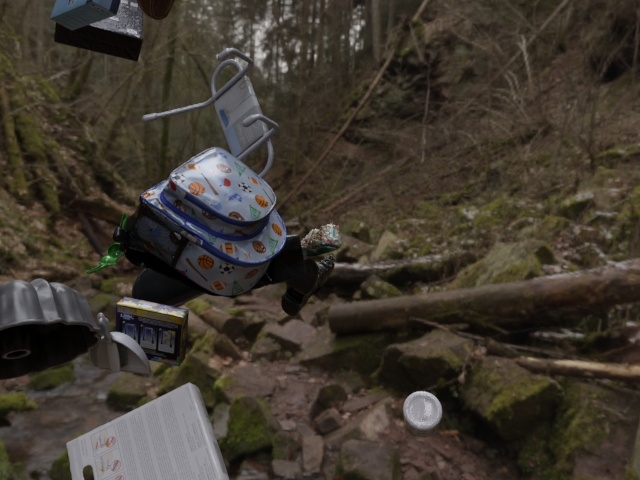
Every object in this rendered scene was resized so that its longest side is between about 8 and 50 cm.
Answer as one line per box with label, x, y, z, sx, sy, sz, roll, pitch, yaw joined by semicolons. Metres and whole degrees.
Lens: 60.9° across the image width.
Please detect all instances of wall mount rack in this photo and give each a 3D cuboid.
wall mount rack;-0.260;-0.279;1.301;0.304;0.349;0.130;-33;-24;26

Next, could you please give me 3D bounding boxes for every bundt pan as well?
bundt pan;-0.637;0.181;1.131;0.331;0.124;0.330;-17;-23;-8

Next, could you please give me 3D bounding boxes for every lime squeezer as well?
lime squeezer;-0.725;0.043;1.891;0.059;0.110;0.310;22;40;-9

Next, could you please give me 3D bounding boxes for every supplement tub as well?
supplement tub;0.190;0.325;1.015;0.071;0.071;0.107;7;-25;15

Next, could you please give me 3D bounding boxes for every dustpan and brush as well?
dustpan and brush;-0.481;0.242;1.262;0.147;0.211;0.060;5;28;7

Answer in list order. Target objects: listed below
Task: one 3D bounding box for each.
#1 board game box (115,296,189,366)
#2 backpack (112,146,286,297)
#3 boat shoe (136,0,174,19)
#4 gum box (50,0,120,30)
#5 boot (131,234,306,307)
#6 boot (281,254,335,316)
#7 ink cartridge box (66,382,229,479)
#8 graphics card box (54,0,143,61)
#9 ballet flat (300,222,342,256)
board game box;-0.417;0.225;1.344;0.171;0.141;0.048;11;18;4
backpack;-0.196;-0.033;1.049;0.263;0.213;0.276;41;39;-4
boat shoe;-0.337;-0.635;1.244;0.116;0.324;0.123;43;49;4
gum box;-0.352;-0.422;0.854;0.184;0.156;0.041;13;-5;45
boot;-0.271;0.089;1.346;0.367;0.146;0.445;-27;12;-21
boot;-0.022;0.109;1.759;0.091;0.263;0.229;37;43;11
ink cartridge box;-0.278;0.360;0.877;0.225;0.056;0.181;-27;54;-5
graphics card box;-0.654;-0.716;1.626;0.233;0.370;0.094;6;-35;-28
ballet flat;0.000;0.000;1.572;0.091;0.077;0.241;10;-12;-24
